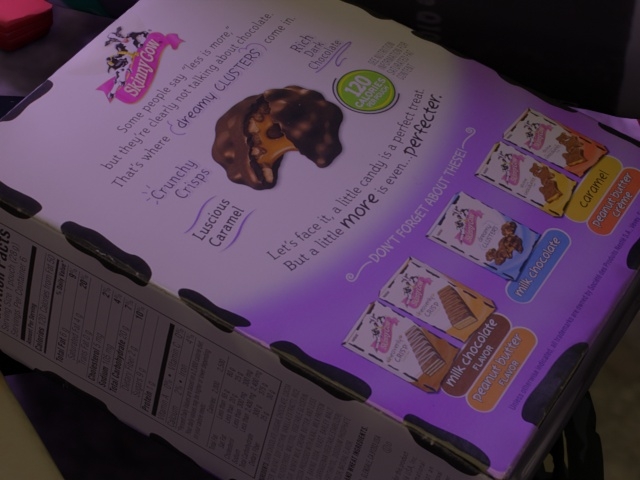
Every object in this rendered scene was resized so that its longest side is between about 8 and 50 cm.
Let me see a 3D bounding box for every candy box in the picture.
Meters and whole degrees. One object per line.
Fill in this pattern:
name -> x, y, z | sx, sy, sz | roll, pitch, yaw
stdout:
candy box -> 0.000, 0.000, 0.614 | 0.196, 0.070, 0.165 | 28, 45, 14

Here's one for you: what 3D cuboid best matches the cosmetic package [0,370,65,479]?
cosmetic package -> -0.200, 0.063, 0.631 | 0.160, 0.113, 0.309 | -24, 61, -25

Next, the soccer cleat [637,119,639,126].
soccer cleat -> 0.260, -0.050, 0.816 | 0.248, 0.083, 0.095 | 17, 67, 8

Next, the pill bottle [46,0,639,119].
pill bottle -> 0.072, -0.160, 0.731 | 0.361, 0.204, 0.204 | 11, 52, 9

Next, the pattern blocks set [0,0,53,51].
pattern blocks set -> -0.120, -0.245, 0.926 | 0.285, 0.026, 0.325 | -22, 60, -24

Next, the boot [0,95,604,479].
boot -> -0.031, 0.034, 0.692 | 0.207, 0.094, 0.246 | -7, 49, -19
